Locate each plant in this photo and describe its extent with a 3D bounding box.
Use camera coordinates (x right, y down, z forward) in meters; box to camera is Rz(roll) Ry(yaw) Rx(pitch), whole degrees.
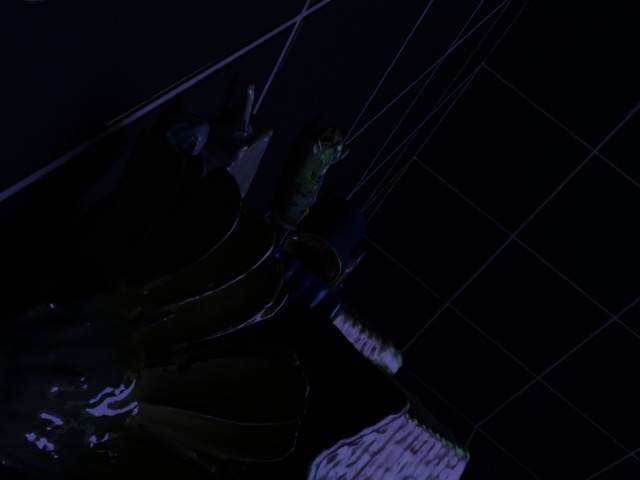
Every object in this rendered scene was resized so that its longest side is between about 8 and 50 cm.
[{"bbox_3d":[-0.185,0.087,0.501,0.261,0.296,0.306,-11,-101,62],"label":"plant"}]

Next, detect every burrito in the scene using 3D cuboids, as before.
[{"bbox_3d":[-0.009,-0.098,1.157,0.104,0.054,0.288,-49,175,-22],"label":"burrito"}]

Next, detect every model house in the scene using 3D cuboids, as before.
[{"bbox_3d":[-0.079,0.239,1.167,0.395,0.445,0.400,-45,136,-2],"label":"model house"}]

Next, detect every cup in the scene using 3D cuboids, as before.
[{"bbox_3d":[0.000,0.000,1.668,0.176,0.131,0.155,-15,-155,41],"label":"cup"}]

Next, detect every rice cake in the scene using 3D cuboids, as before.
[{"bbox_3d":[-0.151,-0.016,0.624,0.208,0.033,0.033,-52,-175,23],"label":"rice cake"}]

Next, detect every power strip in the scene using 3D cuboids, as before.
[{"bbox_3d":[-0.085,-0.076,0.716,0.075,0.042,0.175,-47,172,-40],"label":"power strip"}]

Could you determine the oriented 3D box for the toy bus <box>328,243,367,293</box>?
[{"bbox_3d":[0.003,0.063,1.967,0.175,0.138,0.287,-53,174,14],"label":"toy bus"}]
